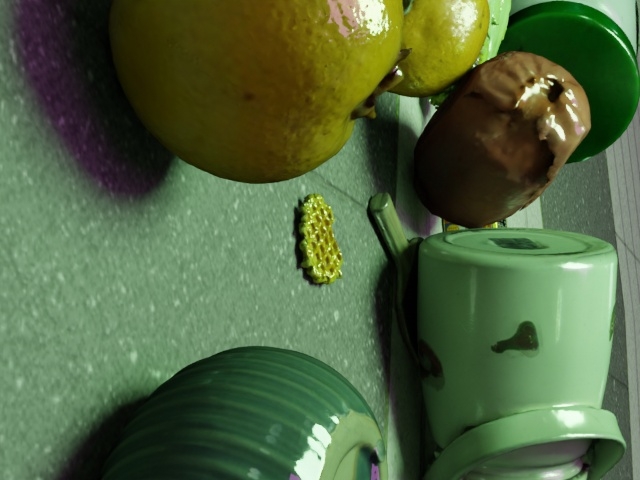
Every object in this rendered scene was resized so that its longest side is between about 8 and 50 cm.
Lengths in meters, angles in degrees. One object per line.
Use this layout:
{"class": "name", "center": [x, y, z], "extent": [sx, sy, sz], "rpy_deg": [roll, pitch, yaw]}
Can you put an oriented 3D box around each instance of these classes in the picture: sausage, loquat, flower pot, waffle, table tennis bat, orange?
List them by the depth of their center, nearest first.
{"class": "flower pot", "center": [-0.046, 0.173, 0.791], "extent": [0.243, 0.157, 0.189], "rpy_deg": [-61, 139, -52]}
{"class": "loquat", "center": [-0.041, -0.143, 0.853], "extent": [0.208, 0.208, 0.208], "rpy_deg": [-8, 90, -67]}
{"class": "waffle", "center": [-0.001, -0.001, 1.126], "extent": [0.078, 0.016, 0.085], "rpy_deg": [-1, 83, -67]}
{"class": "orange", "center": [0.098, -0.227, 1.266], "extent": [0.134, 0.157, 0.156], "rpy_deg": [24, 61, -57]}
{"class": "sausage", "center": [0.191, -0.104, 1.334], "extent": [0.279, 0.152, 0.152], "rpy_deg": [124, -32, -69]}
{"class": "table tennis bat", "center": [0.103, 0.046, 1.347], "extent": [0.138, 0.022, 0.246], "rpy_deg": [-73, 148, -42]}

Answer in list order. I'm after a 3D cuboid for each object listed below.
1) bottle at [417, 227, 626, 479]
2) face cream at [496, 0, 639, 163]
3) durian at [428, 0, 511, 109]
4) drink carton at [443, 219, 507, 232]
{"class": "bottle", "center": [0.203, 0.172, 1.295], "extent": [0.229, 0.229, 0.351], "rpy_deg": [-17, 110, -67]}
{"class": "face cream", "center": [0.325, -0.271, 1.687], "extent": [0.357, 0.219, 0.312], "rpy_deg": [-69, 158, -59]}
{"class": "durian", "center": [0.171, -0.289, 1.488], "extent": [0.132, 0.107, 0.375], "rpy_deg": [22, 84, -58]}
{"class": "drink carton", "center": [0.191, -0.017, 1.506], "extent": [0.056, 0.071, 0.165], "rpy_deg": [13, 72, -62]}
